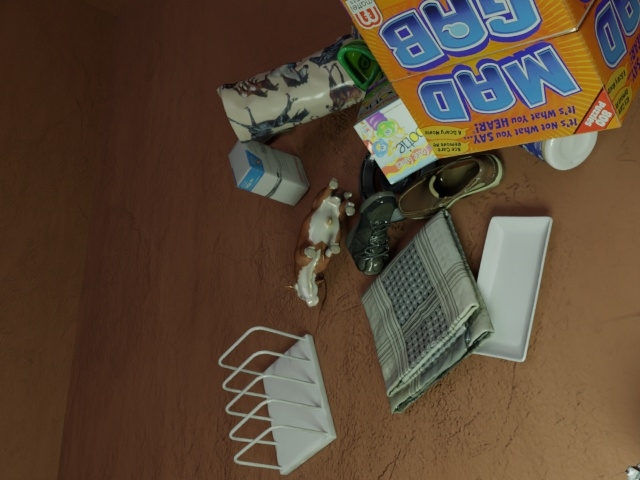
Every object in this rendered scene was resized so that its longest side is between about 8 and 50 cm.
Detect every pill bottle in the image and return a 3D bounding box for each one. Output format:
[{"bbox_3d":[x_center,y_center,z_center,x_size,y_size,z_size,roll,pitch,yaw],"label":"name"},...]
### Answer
[{"bbox_3d":[0.412,-0.217,1.414,0.112,0.112,0.187,-59,37,15],"label":"pill bottle"}]

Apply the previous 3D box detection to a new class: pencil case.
[{"bbox_3d":[-0.065,-0.388,1.940,0.410,0.160,0.184,-19,62,11],"label":"pencil case"}]

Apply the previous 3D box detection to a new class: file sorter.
[{"bbox_3d":[-0.114,0.371,1.773,0.193,0.173,0.278,-45,43,31],"label":"file sorter"}]

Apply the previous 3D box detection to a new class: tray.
[{"bbox_3d":[0.355,0.087,1.414,0.145,0.030,0.270,2,76,54],"label":"tray"}]

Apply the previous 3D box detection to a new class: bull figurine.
[{"bbox_3d":[0.000,0.000,1.829,0.188,0.101,0.310,142,144,-69],"label":"bull figurine"}]

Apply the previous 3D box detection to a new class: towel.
[{"bbox_3d":[0.198,0.143,1.543,0.312,0.056,0.324,-49,37,33],"label":"towel"}]

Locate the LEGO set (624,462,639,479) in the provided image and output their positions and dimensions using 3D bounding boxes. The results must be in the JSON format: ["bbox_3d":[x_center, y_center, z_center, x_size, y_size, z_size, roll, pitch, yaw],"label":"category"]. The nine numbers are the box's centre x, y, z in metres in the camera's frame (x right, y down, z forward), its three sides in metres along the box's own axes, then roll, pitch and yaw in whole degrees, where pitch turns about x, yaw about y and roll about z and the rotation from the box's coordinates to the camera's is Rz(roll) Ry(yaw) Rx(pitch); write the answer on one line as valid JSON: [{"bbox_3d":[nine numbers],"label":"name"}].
[{"bbox_3d":[0.540,0.315,0.924,0.255,0.192,0.331,-56,38,18],"label":"LEGO set"}]

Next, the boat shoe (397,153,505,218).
[{"bbox_3d":[0.249,-0.116,1.567,0.257,0.095,0.095,-29,73,39],"label":"boat shoe"}]

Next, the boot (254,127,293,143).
[{"bbox_3d":[-0.152,-0.378,2.278,0.208,0.076,0.190,-19,57,55],"label":"boot"}]

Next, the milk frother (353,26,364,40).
[{"bbox_3d":[0.182,-0.499,1.828,0.143,0.134,0.129,-48,67,32],"label":"milk frother"}]

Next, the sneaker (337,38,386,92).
[{"bbox_3d":[0.150,-0.349,1.737,0.295,0.123,0.109,39,121,14],"label":"sneaker"}]

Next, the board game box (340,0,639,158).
[{"bbox_3d":[0.328,-0.408,1.283,0.356,0.356,0.356,-5,40,47],"label":"board game box"}]

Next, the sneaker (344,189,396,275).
[{"bbox_3d":[0.126,-0.008,1.680,0.227,0.087,0.130,116,141,-48],"label":"sneaker"}]

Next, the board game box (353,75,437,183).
[{"bbox_3d":[0.176,-0.254,1.555,0.144,0.142,0.275,-28,19,21],"label":"board game box"}]

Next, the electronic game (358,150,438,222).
[{"bbox_3d":[0.176,-0.154,1.747,0.229,0.048,0.229,-15,68,43],"label":"electronic game"}]

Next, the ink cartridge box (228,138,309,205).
[{"bbox_3d":[-0.141,-0.188,2.057,0.082,0.190,0.140,-49,40,29],"label":"ink cartridge box"}]
